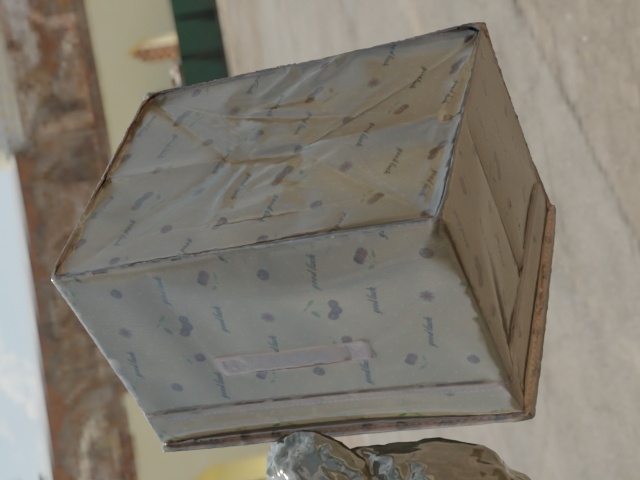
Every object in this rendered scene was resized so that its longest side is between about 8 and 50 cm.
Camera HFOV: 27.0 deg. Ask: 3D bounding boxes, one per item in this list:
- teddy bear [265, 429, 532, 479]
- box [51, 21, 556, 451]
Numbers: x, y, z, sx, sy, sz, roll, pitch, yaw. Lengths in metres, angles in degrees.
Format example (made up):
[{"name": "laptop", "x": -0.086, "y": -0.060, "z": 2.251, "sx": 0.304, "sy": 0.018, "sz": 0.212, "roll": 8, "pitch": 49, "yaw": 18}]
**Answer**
[{"name": "teddy bear", "x": 0.060, "y": 0.194, "z": 0.617, "sx": 0.151, "sy": 0.236, "sz": 0.267, "roll": -55, "pitch": -20, "yaw": -17}, {"name": "box", "x": 0.000, "y": 0.000, "z": 0.972, "sx": 0.225, "sy": 0.297, "sz": 0.190, "roll": -73, "pitch": -33, "yaw": -46}]
